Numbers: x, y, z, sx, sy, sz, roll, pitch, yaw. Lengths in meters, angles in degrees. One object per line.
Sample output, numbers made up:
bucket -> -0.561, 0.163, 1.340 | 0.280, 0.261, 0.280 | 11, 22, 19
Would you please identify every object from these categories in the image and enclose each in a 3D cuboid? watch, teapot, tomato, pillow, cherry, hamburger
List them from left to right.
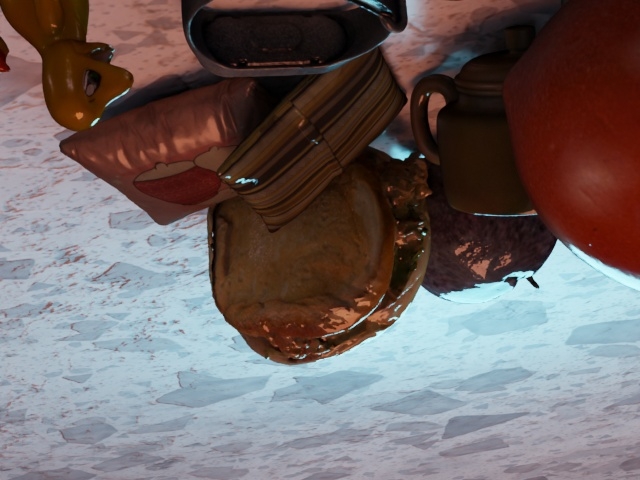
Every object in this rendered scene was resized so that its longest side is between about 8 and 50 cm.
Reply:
pillow -> -0.123, -0.095, 2.001 | 0.236, 0.084, 0.223 | -22, 155, 19
watch -> -0.024, -0.211, 1.746 | 0.206, 0.068, 0.193 | -1, 160, -15
pillow -> -0.003, -0.108, 1.944 | 0.208, 0.052, 0.212 | -46, 160, -3
hamburger -> 0.000, 0.000, 2.104 | 0.286, 0.243, 0.146 | -52, 151, 4
cherry -> 0.175, -0.023, 2.200 | 0.195, 0.195, 0.195 | -7, 161, -3
teapot -> 0.198, -0.129, 1.936 | 0.268, 0.175, 0.185 | 5, -164, 40
tomato -> 0.315, -0.104, 1.694 | 0.321, 0.321, 0.321 | -7, 161, -3

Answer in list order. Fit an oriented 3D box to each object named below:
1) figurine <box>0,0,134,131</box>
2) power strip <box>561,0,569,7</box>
figurine -> -0.237, -0.166, 1.612 | 0.122, 0.176, 0.121 | -24, 160, -6
power strip -> 0.346, -0.246, 1.803 | 0.265, 0.059, 0.194 | -19, 158, 31
